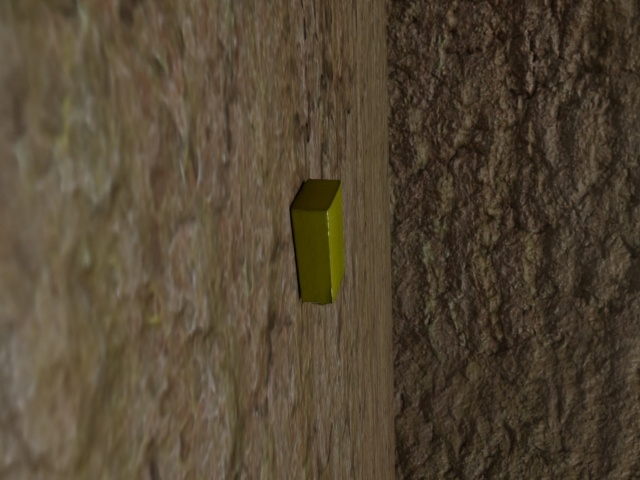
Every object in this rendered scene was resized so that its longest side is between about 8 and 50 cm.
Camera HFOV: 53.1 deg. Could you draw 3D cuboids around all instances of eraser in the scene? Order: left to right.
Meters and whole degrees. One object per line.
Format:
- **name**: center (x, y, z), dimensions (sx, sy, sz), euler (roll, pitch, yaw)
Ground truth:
- **eraser**: center (0.000, 0.000, 0.753), dimensions (0.097, 0.045, 0.122), euler (-70, 159, -62)
